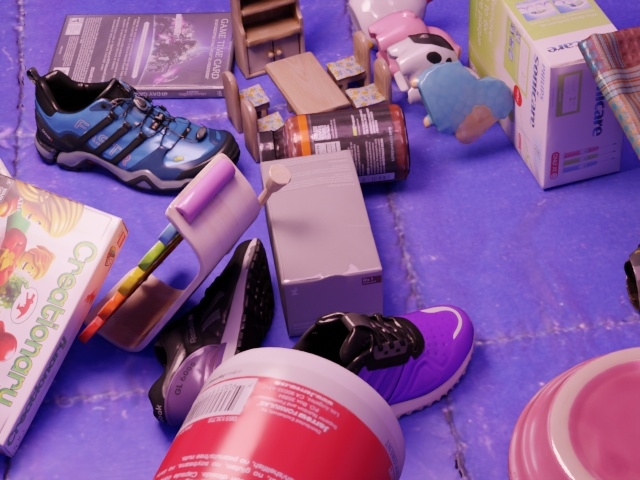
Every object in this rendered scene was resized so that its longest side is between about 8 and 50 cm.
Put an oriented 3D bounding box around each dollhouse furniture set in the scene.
[{"bbox_3d":[-0.040,-0.264,2.150,0.212,0.161,0.242,-18,44,-15],"label":"dollhouse furniture set"}]

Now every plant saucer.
[{"bbox_3d":[0.369,0.230,1.632,0.332,0.084,0.332,-2,43,2],"label":"plant saucer"}]

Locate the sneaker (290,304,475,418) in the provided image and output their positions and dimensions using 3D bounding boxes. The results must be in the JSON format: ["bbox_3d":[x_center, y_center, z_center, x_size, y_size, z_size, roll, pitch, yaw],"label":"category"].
[{"bbox_3d":[0.056,0.130,1.720,0.293,0.146,0.102,-27,47,-23],"label":"sneaker"}]

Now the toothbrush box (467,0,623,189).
[{"bbox_3d":[0.304,-0.242,2.064,0.122,0.206,0.283,-14,44,-11],"label":"toothbrush box"}]

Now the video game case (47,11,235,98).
[{"bbox_3d":[-0.265,-0.279,2.289,0.274,0.026,0.196,0,42,4],"label":"video game case"}]

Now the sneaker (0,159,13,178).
[{"bbox_3d":[-0.390,0.013,1.918,0.126,0.127,0.321,-25,70,-13],"label":"sneaker"}]

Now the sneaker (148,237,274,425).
[{"bbox_3d":[-0.134,0.100,1.805,0.124,0.107,0.283,-2,41,13],"label":"sneaker"}]

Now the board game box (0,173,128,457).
[{"bbox_3d":[-0.379,0.079,1.787,0.193,0.053,0.305,20,69,13],"label":"board game box"}]

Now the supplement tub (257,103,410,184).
[{"bbox_3d":[0.016,-0.122,2.031,0.198,0.106,0.106,-6,42,-2],"label":"supplement tub"}]

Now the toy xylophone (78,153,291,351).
[{"bbox_3d":[-0.159,0.011,1.802,0.081,0.323,0.236,42,44,-2],"label":"toy xylophone"}]

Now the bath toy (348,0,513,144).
[{"bbox_3d":[0.150,-0.266,2.157,0.129,0.151,0.348,-24,37,-4],"label":"bath toy"}]

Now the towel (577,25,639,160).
[{"bbox_3d":[0.501,-0.115,1.867,0.271,0.040,0.370,-15,71,-31],"label":"towel"}]

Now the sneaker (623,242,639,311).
[{"bbox_3d":[0.429,-0.004,1.883,0.118,0.083,0.222,-3,43,1],"label":"sneaker"}]

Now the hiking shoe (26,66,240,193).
[{"bbox_3d":[-0.259,-0.151,2.066,0.304,0.132,0.113,8,44,14],"label":"hiking shoe"}]

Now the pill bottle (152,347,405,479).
[{"bbox_3d":[-0.081,0.317,1.465,0.229,0.229,0.408,11,45,17],"label":"pill bottle"}]

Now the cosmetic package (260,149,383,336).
[{"bbox_3d":[0.000,0.000,1.904,0.127,0.107,0.238,-7,45,-3],"label":"cosmetic package"}]
